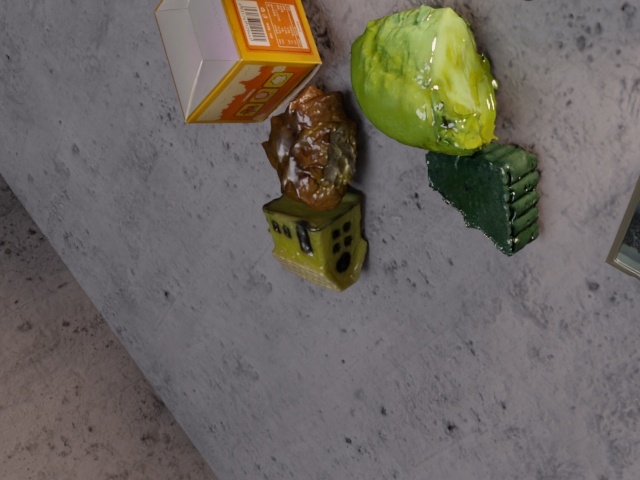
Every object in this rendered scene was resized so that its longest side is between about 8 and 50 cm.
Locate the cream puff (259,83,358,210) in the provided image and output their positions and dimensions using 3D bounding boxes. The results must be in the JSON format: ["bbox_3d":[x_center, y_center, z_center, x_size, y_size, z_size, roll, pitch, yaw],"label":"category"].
[{"bbox_3d":[-0.015,-0.194,1.885,0.241,0.154,0.269,-28,71,52],"label":"cream puff"}]

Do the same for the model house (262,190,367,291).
[{"bbox_3d":[0.000,0.000,2.011,0.193,0.175,0.234,20,138,38],"label":"model house"}]

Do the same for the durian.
[{"bbox_3d":[0.184,-0.289,1.582,0.339,0.204,0.256,14,103,52],"label":"durian"}]

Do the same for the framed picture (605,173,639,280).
[{"bbox_3d":[0.625,0.025,1.420,0.289,0.016,0.213,34,136,29],"label":"framed picture"}]

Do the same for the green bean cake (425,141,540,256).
[{"bbox_3d":[0.305,-0.089,1.635,0.208,0.107,0.194,18,130,42],"label":"green bean cake"}]

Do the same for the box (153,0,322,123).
[{"bbox_3d":[-0.173,-0.424,1.801,0.259,0.213,0.284,-36,66,50],"label":"box"}]
